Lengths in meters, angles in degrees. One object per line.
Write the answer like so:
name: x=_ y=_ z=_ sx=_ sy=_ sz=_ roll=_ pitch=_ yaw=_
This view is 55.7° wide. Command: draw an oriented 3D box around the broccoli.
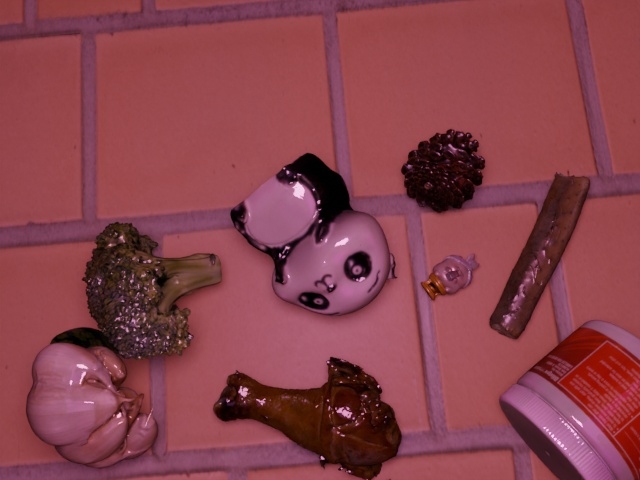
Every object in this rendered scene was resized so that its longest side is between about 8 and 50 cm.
broccoli: x=-0.338 y=0.102 z=1.174 sx=0.235 sy=0.260 sz=0.288 roll=-31 pitch=72 yaw=30

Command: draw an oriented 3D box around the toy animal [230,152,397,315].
toy animal: x=0.000 y=0.000 z=1.197 sx=0.251 sy=0.251 sz=0.310 roll=-36 pitch=92 yaw=-6

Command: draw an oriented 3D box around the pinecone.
pinecone: x=0.265 y=-0.154 z=1.257 sx=0.163 sy=0.163 sz=0.165 roll=35 pitch=60 yaw=8

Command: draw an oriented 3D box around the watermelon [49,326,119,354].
watermelon: x=-0.483 y=0.240 z=1.243 sx=0.136 sy=0.125 sz=0.094 roll=5 pitch=108 yaw=-15

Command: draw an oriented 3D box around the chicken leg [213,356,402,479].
chicken leg: x=-0.010 y=0.317 z=1.170 sx=0.361 sy=0.140 sz=0.211 roll=24 pitch=88 yaw=3

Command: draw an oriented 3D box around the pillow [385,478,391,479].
pillow: x=0.136 y=0.562 z=1.164 sx=0.118 sy=0.043 sz=0.185 roll=-31 pitch=82 yaw=-11

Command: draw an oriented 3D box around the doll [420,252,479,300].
doll: x=0.270 y=0.069 z=1.240 sx=0.127 sy=0.084 sz=0.073 roll=-35 pitch=80 yaw=2

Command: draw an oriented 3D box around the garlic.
garlic: x=-0.417 y=0.310 z=1.101 sx=0.203 sy=0.185 sz=0.280 roll=-8 pitch=109 yaw=28

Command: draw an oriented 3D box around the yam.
yam: x=0.456 y=0.026 z=1.249 sx=0.083 sy=0.083 sz=0.371 roll=25 pitch=81 yaw=7

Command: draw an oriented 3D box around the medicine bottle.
medicine bottle: x=0.498 y=0.308 z=1.098 sx=0.241 sy=0.252 sz=0.252 roll=-38 pitch=80 yaw=-7
